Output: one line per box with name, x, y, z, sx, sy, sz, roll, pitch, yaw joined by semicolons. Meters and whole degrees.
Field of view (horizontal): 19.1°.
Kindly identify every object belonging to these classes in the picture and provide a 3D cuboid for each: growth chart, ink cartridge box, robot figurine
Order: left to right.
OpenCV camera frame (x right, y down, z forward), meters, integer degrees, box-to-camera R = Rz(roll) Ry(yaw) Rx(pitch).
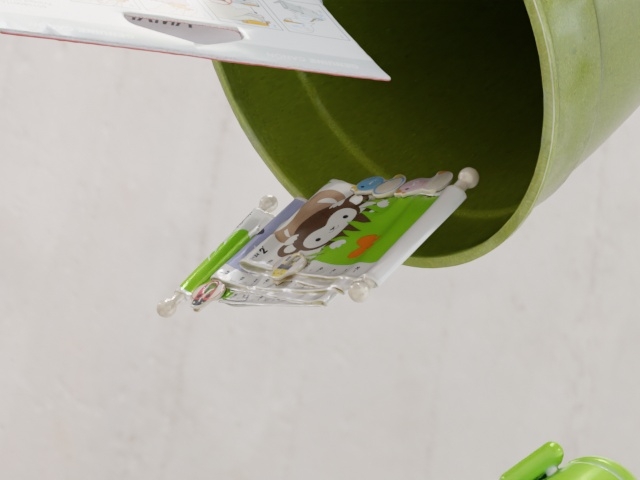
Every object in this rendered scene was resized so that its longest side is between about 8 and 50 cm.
ink cartridge box;-0.123;-0.154;1.243;0.239;0.275;0.060;55;132;47
growth chart;0.000;0.000;1.461;0.237;0.021;0.172;-5;36;44
robot figurine;0.152;0.170;1.126;0.101;0.115;0.067;55;131;6

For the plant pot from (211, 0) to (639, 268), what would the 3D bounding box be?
plant pot;0.150;-0.216;1.518;0.366;0.366;0.353;40;49;25
